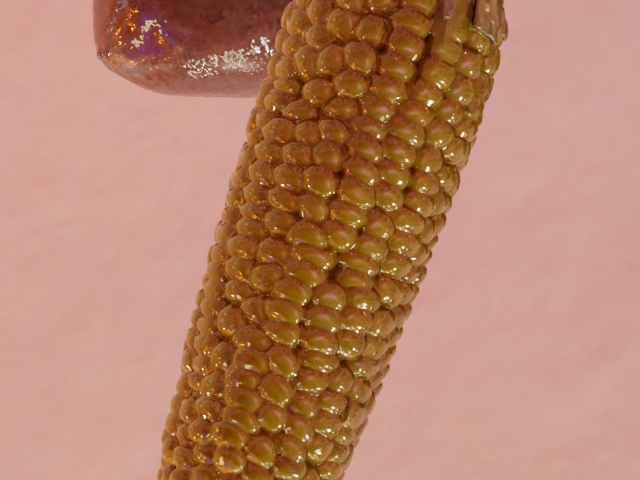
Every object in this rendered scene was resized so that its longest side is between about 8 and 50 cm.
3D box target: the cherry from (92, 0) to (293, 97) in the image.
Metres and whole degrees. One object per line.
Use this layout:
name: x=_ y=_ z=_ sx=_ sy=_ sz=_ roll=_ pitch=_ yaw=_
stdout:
cherry: x=-0.094 y=-0.247 z=1.806 sx=0.307 sy=0.261 sz=0.221 roll=-23 pitch=116 yaw=-28

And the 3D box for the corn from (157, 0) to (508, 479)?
corn: x=0.001 y=0.001 z=0.726 sx=0.091 sy=0.091 sz=0.260 roll=19 pitch=88 yaw=22
